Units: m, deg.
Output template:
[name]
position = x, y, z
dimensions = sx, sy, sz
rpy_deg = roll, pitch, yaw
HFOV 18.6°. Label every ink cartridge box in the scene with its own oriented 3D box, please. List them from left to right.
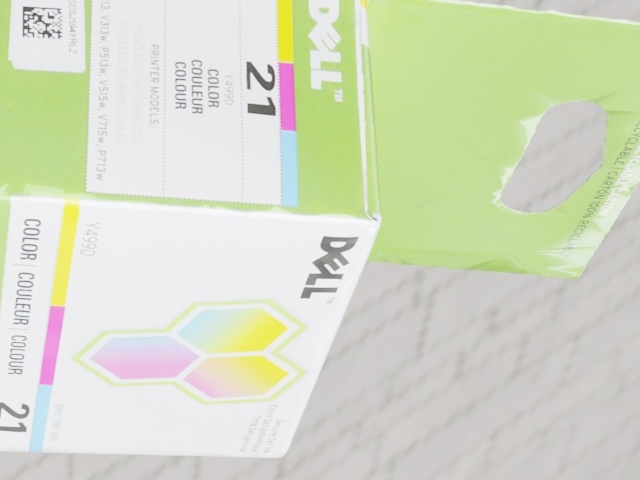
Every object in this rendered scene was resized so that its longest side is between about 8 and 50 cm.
[ink cartridge box]
position = 0.000, 0.000, 0.694
dimensions = 0.255, 0.097, 0.189
rpy_deg = 4, 149, -10
